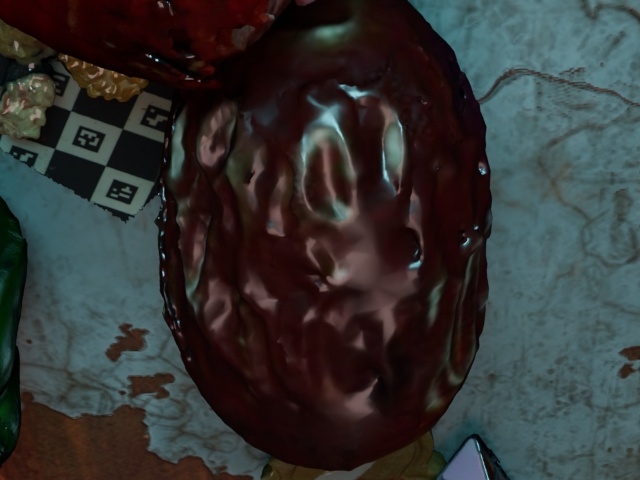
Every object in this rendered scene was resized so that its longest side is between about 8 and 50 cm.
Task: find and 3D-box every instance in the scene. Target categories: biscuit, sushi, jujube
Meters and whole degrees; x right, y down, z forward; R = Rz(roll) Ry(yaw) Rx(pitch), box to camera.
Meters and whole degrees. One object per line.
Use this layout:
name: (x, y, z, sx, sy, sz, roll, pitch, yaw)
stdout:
biscuit: (0.019, 0.202, 1.247, 0.183, 0.047, 0.320, -15, 130, 9)
sushi: (-0.206, -0.118, 0.938, 0.279, 0.043, 0.192, 32, 125, -27)
jujube: (0.000, 0.000, 0.916, 0.258, 0.258, 0.377, -5, 132, 3)

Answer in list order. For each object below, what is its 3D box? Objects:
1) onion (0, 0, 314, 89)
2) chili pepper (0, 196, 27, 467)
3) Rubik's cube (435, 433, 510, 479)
onion: (-0.081, -0.252, 0.635, 0.341, 0.341, 0.341, -1, 133, -1)
chili pepper: (-0.346, 0.071, 0.972, 0.248, 0.257, 0.233, -1, 128, -2)
Rubik's cube: (0.119, 0.296, 1.283, 0.178, 0.211, 0.190, -18, 102, 14)
